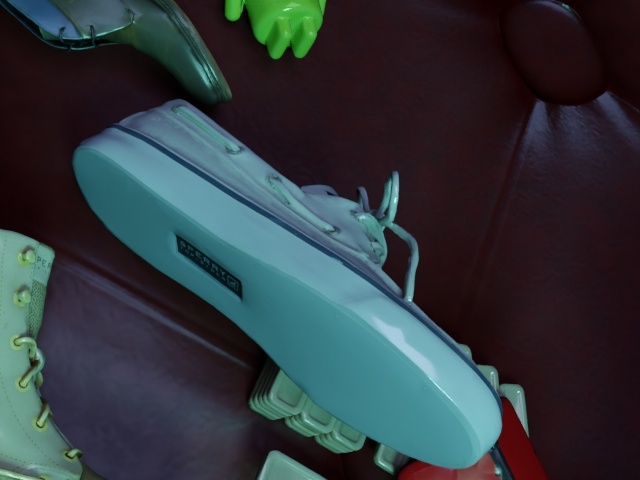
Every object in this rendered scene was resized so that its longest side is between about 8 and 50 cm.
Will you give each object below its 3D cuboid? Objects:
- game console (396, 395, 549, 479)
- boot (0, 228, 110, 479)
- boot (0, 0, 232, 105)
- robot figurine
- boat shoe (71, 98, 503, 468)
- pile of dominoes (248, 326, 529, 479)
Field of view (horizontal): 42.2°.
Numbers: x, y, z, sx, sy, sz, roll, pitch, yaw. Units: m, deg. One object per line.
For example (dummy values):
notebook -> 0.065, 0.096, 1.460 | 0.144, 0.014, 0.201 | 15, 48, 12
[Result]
game console -> 0.139, 0.219, 0.674 | 0.124, 0.085, 0.144 | -26, 87, -4
boot -> -0.189, 0.099, 0.544 | 0.262, 0.095, 0.203 | 11, 65, -10
boot -> -0.178, -0.175, 0.692 | 0.106, 0.082, 0.219 | -43, 95, -10
robot figurine -> -0.037, -0.226, 0.765 | 0.101, 0.067, 0.115 | -9, 73, -22
boat shoe -> -0.002, 0.005, 0.618 | 0.367, 0.135, 0.156 | 33, 55, 20
pile of dominoes -> 0.064, 0.159, 0.683 | 0.251, 0.040, 0.196 | 35, 58, -17
